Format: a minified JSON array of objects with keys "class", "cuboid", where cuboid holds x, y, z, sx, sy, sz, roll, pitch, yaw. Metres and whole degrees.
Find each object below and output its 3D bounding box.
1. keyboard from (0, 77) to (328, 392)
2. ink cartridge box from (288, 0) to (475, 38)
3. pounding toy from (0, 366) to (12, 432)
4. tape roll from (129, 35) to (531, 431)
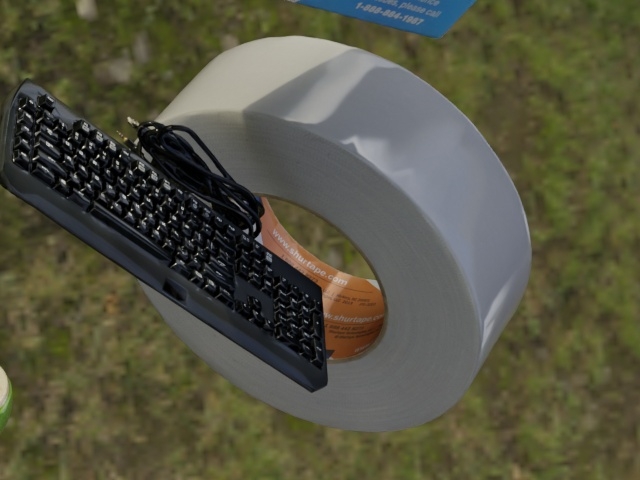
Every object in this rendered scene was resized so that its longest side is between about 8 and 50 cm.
[{"class":"keyboard","cuboid":[-0.058,-0.015,0.769,0.192,0.038,0.100,37,27,-34]},{"class":"ink cartridge box","cuboid":[0.030,-0.222,0.642,0.171,0.233,0.168,8,47,-45]},{"class":"pounding toy","cuboid":[-0.317,0.173,1.239,0.237,0.183,0.110,-47,136,-59]},{"class":"tape roll","cuboid":[0.000,0.000,0.941,0.072,0.219,0.219,-53,127,-39]}]
